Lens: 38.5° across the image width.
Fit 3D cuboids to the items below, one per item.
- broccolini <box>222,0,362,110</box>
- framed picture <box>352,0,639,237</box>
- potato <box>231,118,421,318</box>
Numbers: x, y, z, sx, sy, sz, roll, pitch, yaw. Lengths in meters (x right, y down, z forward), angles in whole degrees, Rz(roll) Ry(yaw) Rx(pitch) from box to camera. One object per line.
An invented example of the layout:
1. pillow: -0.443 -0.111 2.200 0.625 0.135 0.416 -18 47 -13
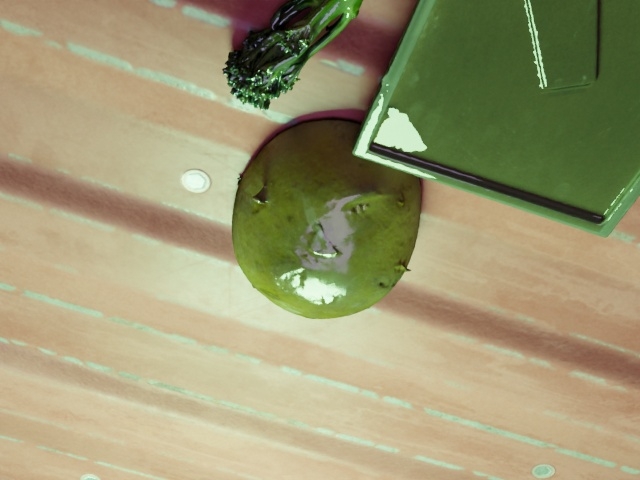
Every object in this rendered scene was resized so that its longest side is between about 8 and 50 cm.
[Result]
1. broccolini: 0.036 -0.270 0.920 0.079 0.074 0.392 29 127 -27
2. framed picture: 0.252 -0.201 0.912 0.326 0.028 0.446 17 135 -8
3. potato: 0.000 0.000 1.125 0.239 0.116 0.299 16 127 -3
